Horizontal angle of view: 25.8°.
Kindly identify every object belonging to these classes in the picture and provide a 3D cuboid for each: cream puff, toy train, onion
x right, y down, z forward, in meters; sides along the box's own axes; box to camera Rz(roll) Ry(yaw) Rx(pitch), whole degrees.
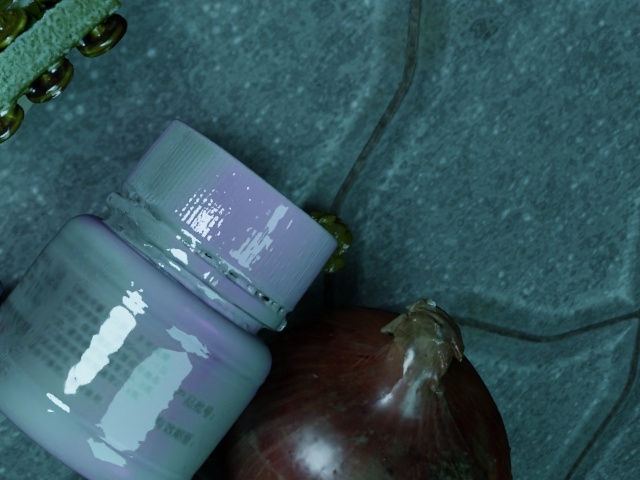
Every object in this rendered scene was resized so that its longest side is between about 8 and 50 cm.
[{"bbox_3d":[0.000,0.000,1.575,0.083,0.083,0.058,62,37,-31],"label":"cream puff"},{"bbox_3d":[-0.273,-0.177,1.239,0.225,0.137,0.090,-42,128,-4],"label":"toy train"},{"bbox_3d":[0.059,0.240,1.590,0.353,0.353,0.354,-15,128,-21],"label":"onion"}]

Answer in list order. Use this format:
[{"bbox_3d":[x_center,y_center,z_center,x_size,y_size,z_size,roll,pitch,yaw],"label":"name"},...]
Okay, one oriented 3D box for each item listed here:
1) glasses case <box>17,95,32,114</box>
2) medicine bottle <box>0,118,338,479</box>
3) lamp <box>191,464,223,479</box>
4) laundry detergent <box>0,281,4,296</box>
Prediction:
[{"bbox_3d":[-0.292,-0.135,1.331,0.032,0.021,0.083,29,104,-39],"label":"glasses case"},{"bbox_3d":[-0.160,0.067,1.388,0.256,0.256,0.325,38,87,-42],"label":"medicine bottle"},{"bbox_3d":[-0.123,0.347,1.659,0.314,0.182,0.182,-5,123,-29],"label":"lamp"},{"bbox_3d":[-0.443,0.099,1.353,0.280,0.105,0.215,-14,127,-24],"label":"laundry detergent"}]
